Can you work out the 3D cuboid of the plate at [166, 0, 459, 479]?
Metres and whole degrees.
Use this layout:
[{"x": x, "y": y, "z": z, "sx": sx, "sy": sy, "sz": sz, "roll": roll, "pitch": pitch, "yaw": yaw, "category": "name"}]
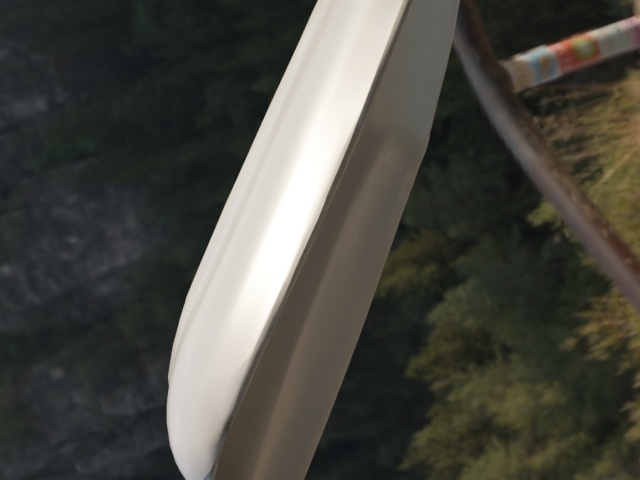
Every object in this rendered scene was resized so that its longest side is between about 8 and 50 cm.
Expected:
[{"x": 0.000, "y": 0.000, "z": 0.486, "sx": 0.045, "sy": 0.277, "sz": 0.278, "roll": 20, "pitch": 159, "yaw": 8, "category": "plate"}]
